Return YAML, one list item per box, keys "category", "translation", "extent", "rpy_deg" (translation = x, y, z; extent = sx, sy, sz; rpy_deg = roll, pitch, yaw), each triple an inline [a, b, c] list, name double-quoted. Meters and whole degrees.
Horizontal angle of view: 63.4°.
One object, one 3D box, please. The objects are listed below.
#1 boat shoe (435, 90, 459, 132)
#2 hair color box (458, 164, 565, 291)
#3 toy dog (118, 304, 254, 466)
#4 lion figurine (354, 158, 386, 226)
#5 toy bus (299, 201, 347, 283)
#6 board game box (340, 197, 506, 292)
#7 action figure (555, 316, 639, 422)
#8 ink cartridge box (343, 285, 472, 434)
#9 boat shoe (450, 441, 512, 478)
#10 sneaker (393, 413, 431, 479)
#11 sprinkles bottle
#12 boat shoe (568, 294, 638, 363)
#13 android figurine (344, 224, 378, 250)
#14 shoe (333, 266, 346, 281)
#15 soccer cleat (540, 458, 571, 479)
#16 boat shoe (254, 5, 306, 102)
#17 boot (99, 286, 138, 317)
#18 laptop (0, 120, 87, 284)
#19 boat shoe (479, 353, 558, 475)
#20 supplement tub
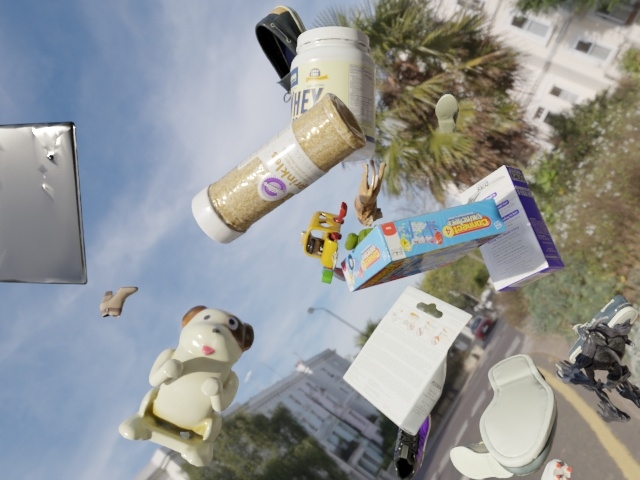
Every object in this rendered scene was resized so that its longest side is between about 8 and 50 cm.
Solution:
- category: "boat shoe"
  translation: [0.285, -0.294, 1.161]
  extent: [0.133, 0.049, 0.042]
  rpy_deg: [55, -139, -64]
- category: "hair color box"
  translation: [0.573, -0.035, 1.574]
  extent: [0.110, 0.339, 0.185]
  rpy_deg: [3, -27, -39]
- category: "toy dog"
  translation: [-0.357, 0.409, 1.595]
  extent: [0.395, 0.284, 0.408]
  rpy_deg: [4, -71, -80]
- category: "lion figurine"
  translation: [0.218, -0.209, 2.362]
  extent: [0.392, 0.142, 0.240]
  rpy_deg: [45, -122, -76]
- category: "toy bus"
  translation: [0.000, 0.000, 1.363]
  extent: [0.202, 0.104, 0.191]
  rpy_deg: [99, -177, -70]
- category: "board game box"
  translation: [0.237, 0.019, 1.271]
  extent: [0.302, 0.086, 0.308]
  rpy_deg: [-14, -14, -17]
- category: "action figure"
  translation: [0.574, 0.252, 1.076]
  extent: [0.164, 0.141, 0.275]
  rpy_deg: [-38, -66, -11]
- category: "ink cartridge box"
  translation: [0.281, 0.357, 1.623]
  extent: [0.091, 0.308, 0.385]
  rpy_deg: [41, -99, -31]
- category: "boat shoe"
  translation: [0.563, 0.737, 1.752]
  extent: [0.091, 0.109, 0.305]
  rpy_deg: [-15, -11, -30]
- category: "sneaker"
  translation: [0.310, 0.695, 1.786]
  extent: [0.146, 0.102, 0.293]
  rpy_deg: [-10, -76, -64]
- category: "sprinkles bottle"
  translation: [-0.086, -0.132, 0.998]
  extent: [0.355, 0.121, 0.121]
  rpy_deg: [-34, -8, 21]
- category: "boat shoe"
  translation: [0.841, 0.272, 1.571]
  extent: [0.079, 0.095, 0.254]
  rpy_deg: [-105, 33, -52]
- category: "android figurine"
  translation: [0.224, 0.008, 2.057]
  extent: [0.273, 0.248, 0.056]
  rpy_deg: [103, 167, -64]
- category: "shoe"
  translation: [0.111, 0.111, 1.939]
  extent: [0.178, 0.063, 0.081]
  rpy_deg: [21, -74, -42]
- category: "soccer cleat"
  translation: [0.557, 0.627, 1.248]
  extent: [0.076, 0.068, 0.196]
  rpy_deg: [97, -161, -62]
- category: "boat shoe"
  translation: [-0.068, -0.559, 1.802]
  extent: [0.156, 0.500, 0.187]
  rpy_deg: [-38, 16, -34]
- category: "boot"
  translation: [-0.623, 0.193, 1.602]
  extent: [0.042, 0.118, 0.087]
  rpy_deg: [74, -175, -60]
- category: "laptop"
  translation: [-0.739, -0.097, 1.341]
  extent: [0.236, 0.408, 0.382]
  rpy_deg: [-4, -82, -22]
- category: "boat shoe"
  translation: [0.327, 0.282, 0.818]
  extent: [0.116, 0.099, 0.319]
  rpy_deg: [-27, 1, 20]
- category: "supplement tub"
  translation: [0.035, -0.390, 1.430]
  extent: [0.235, 0.235, 0.325]
  rpy_deg: [-2, -87, -70]
